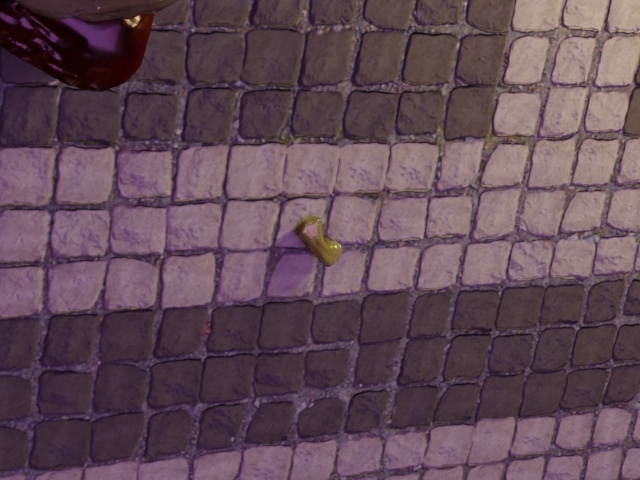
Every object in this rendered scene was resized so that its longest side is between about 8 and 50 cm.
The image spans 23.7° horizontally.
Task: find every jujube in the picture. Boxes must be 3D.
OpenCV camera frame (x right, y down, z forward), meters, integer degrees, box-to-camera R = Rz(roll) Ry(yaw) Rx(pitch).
[{"bbox_3d":[-0.316,-0.274,1.851,0.230,0.155,0.155,23,102,-29],"label":"jujube"}]

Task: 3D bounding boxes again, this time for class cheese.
[{"bbox_3d":[0.000,0.000,2.221,0.044,0.030,0.083,-40,120,4],"label":"cheese"}]

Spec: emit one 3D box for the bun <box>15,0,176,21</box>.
[{"bbox_3d":[-0.276,-0.395,1.683,0.362,0.234,0.326,-4,84,-36],"label":"bun"}]
